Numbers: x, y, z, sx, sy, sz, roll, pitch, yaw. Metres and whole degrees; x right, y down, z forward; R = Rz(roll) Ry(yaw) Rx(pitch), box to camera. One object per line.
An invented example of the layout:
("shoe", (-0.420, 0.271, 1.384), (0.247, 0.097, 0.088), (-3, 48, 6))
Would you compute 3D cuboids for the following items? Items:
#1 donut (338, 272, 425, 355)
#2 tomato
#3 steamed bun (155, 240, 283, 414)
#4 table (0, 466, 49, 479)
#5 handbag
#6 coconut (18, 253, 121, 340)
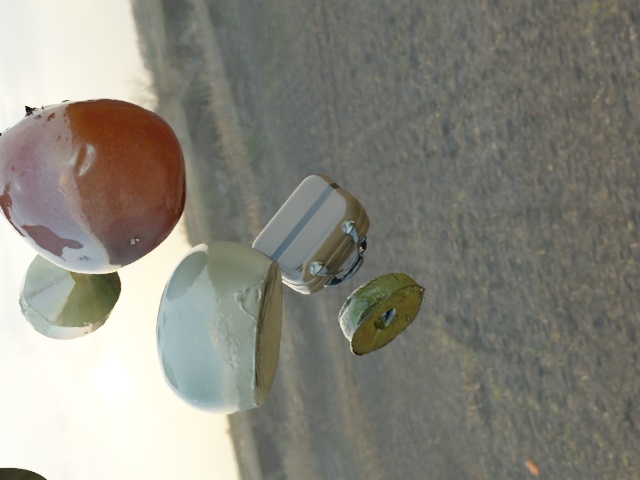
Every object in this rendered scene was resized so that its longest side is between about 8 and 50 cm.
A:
("donut", (0.160, 0.186, 2.385), (0.107, 0.272, 0.272), (51, 160, 27))
("tomato", (-0.402, -0.095, 1.551), (0.341, 0.342, 0.272), (100, 148, -70))
("steamed bun", (-0.191, 0.159, 1.616), (0.324, 0.207, 0.324), (6, -90, -84))
("table", (-0.646, 0.603, 1.779), (0.167, 0.167, 0.226), (-122, 47, -69))
("handbag", (0.000, 0.000, 2.292), (0.283, 0.302, 0.149), (36, 172, 34))
("coconut", (-0.624, 0.121, 2.191), (0.259, 0.259, 0.259), (168, 90, -82))
